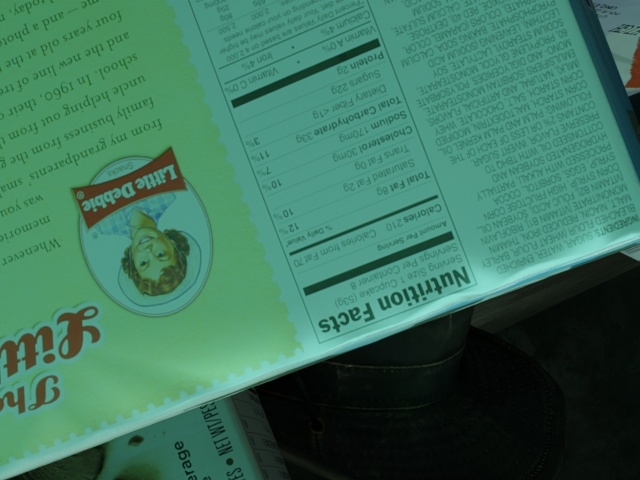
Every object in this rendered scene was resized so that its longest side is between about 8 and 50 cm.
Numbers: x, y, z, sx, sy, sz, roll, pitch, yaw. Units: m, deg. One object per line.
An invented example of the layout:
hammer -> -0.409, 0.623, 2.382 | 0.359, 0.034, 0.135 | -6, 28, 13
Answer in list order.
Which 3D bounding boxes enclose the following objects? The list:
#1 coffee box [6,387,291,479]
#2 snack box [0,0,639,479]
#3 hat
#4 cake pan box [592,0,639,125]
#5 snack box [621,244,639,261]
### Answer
coffee box -> -0.118, 0.070, 0.751 | 0.168, 0.297, 0.119 | -22, 170, 1
snack box -> -0.073, -0.033, 0.557 | 0.322, 0.187, 0.060 | -21, 177, 17
hat -> 0.000, 0.000, 0.934 | 0.331, 0.331, 0.134 | -9, 127, -55
cake pan box -> 0.108, -0.092, 0.801 | 0.267, 0.070, 0.245 | 4, 168, -37
snack box -> 0.234, -0.100, 0.971 | 0.070, 0.174, 0.207 | 23, 153, -21
